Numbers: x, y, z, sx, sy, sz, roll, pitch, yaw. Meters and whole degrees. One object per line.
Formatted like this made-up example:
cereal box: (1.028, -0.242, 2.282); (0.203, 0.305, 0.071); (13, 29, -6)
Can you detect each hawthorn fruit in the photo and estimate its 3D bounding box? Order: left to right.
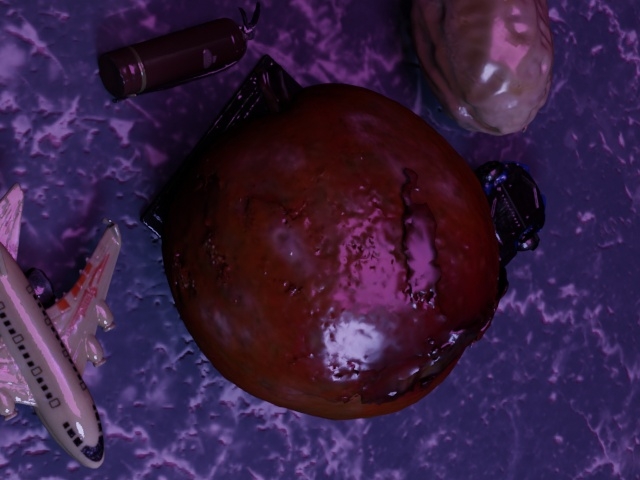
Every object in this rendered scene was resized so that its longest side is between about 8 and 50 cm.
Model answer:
hawthorn fruit: (0.004, 0.016, 1.293); (0.316, 0.316, 0.315); (-1, 92, -31)

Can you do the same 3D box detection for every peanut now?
peanut: (0.165, -0.262, 1.465); (0.149, 0.149, 0.313); (8, 87, -31)

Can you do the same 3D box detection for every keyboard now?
keyboard: (-0.088, -0.079, 1.386); (0.061, 0.013, 0.204); (43, 71, -24)

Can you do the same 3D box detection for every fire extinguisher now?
fire extinguisher: (-0.122, -0.169, 1.346); (0.158, 0.043, 0.064); (-21, 132, -28)

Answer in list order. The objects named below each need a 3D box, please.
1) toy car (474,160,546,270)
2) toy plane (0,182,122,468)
toy car: (0.144, 0.000, 1.500); (0.216, 0.063, 0.103); (-41, 112, -30)
toy plane: (-0.246, 0.084, 1.251); (0.229, 0.092, 0.244); (-31, 108, -29)
